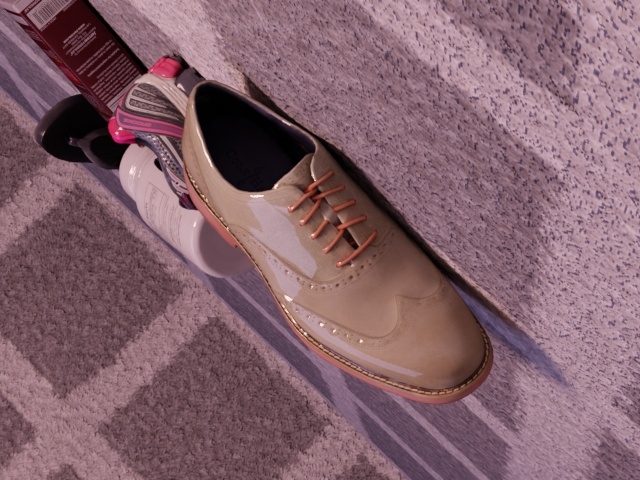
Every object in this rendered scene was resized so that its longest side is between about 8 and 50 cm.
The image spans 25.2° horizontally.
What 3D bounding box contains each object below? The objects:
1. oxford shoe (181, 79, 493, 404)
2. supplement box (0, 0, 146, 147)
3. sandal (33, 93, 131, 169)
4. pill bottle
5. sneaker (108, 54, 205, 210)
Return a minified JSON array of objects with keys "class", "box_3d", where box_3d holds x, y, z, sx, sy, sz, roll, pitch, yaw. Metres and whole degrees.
[{"class":"oxford shoe","box_3d":[0.000,0.000,1.352,0.397,0.140,0.146,39,162,21]},{"class":"supplement box","box_3d":[-0.293,-0.233,1.809,0.239,0.073,0.130,50,172,-24]},{"class":"sandal","box_3d":[-0.274,-0.134,1.952,0.254,0.097,0.054,13,-158,-48]},{"class":"pill bottle","box_3d":[-0.161,-0.054,1.831,0.229,0.131,0.131,36,167,47]},{"class":"sneaker","box_3d":[-0.104,-0.064,1.597,0.299,0.112,0.121,45,171,-1]}]
